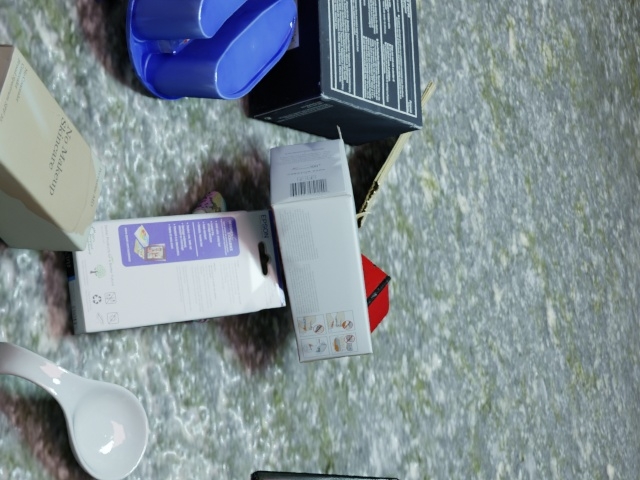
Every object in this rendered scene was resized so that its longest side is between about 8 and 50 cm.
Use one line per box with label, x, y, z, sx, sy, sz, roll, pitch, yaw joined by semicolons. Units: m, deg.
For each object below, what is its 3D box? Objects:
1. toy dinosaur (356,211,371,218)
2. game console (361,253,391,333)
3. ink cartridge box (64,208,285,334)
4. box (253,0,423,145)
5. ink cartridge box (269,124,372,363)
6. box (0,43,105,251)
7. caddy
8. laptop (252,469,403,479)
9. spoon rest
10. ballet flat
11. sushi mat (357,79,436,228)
toy dinosaur;0.020;0.000;1.983;0.092;0.053;0.183;47;63;-42
game console;0.069;0.117;2.031;0.124;0.085;0.144;39;47;5
ink cartridge box;-0.221;0.045;1.632;0.332;0.065;0.165;-4;83;-29
box;0.031;-0.355;1.971;0.294;0.182;0.296;10;74;-46
ink cartridge box;0.000;0.000;1.790;0.272;0.130;0.310;-94;176;-60
box;-0.404;-0.112;1.389;0.311;0.121;0.148;66;30;-64
caddy;-0.187;-0.376;1.752;0.341;0.179;0.241;-53;144;-41
laptop;0.041;0.617;1.883;0.407;0.236;0.382;7;74;-17
spoon rest;-0.347;0.240;1.504;0.276;0.084;0.137;43;53;-31
ballet flat;-0.200;0.021;1.724;0.079;0.077;0.222;14;76;-41
sushi mat;0.148;-0.171;2.103;0.019;0.151;0.317;28;53;3
